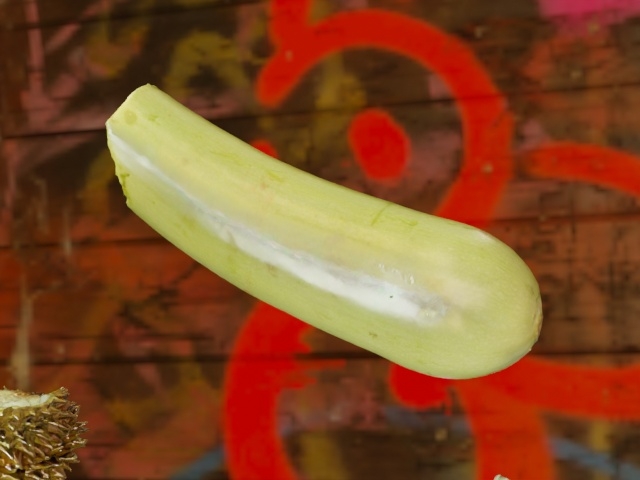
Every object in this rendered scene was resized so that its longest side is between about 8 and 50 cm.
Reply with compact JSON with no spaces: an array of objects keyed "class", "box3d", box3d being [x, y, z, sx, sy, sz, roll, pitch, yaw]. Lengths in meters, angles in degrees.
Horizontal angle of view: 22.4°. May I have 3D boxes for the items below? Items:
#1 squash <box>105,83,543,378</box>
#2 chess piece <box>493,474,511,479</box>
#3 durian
[{"class":"squash","box3d":[0.000,0.000,0.856,0.083,0.250,0.083,-60,-12,-21]},{"class":"chess piece","box3d":[0.163,0.340,1.363,0.251,0.144,0.144,-66,-28,-6]},{"class":"durian","box3d":[-0.354,0.192,1.689,0.139,0.252,0.144,62,145,38]}]
